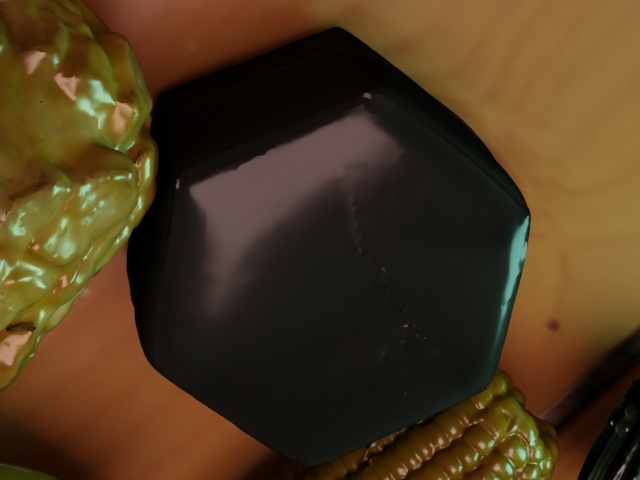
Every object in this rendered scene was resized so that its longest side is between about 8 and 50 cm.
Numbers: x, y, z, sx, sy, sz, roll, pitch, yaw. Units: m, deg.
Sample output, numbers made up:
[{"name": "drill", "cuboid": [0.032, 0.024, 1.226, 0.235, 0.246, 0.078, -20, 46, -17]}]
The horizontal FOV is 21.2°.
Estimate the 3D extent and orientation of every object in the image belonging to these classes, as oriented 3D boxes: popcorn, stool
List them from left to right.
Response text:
[{"name": "popcorn", "cuboid": [-0.211, -0.037, 0.887, 0.250, 0.190, 0.250, 4, 74, -13]}, {"name": "stool", "cuboid": [0.000, 0.000, 0.987, 0.232, 0.141, 0.232, -5, 117, -9]}]

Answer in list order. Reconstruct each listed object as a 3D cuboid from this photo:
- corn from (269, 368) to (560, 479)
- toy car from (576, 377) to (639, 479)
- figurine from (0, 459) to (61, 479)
[{"name": "corn", "cuboid": [-0.002, 0.206, 1.095, 0.344, 0.131, 0.131, -40, 117, 9]}, {"name": "toy car", "cuboid": [0.299, 0.164, 1.151, 0.320, 0.097, 0.141, 9, 114, -34]}, {"name": "figurine", "cuboid": [-0.271, 0.211, 0.998, 0.340, 0.231, 0.323, 13, 138, -27]}]
